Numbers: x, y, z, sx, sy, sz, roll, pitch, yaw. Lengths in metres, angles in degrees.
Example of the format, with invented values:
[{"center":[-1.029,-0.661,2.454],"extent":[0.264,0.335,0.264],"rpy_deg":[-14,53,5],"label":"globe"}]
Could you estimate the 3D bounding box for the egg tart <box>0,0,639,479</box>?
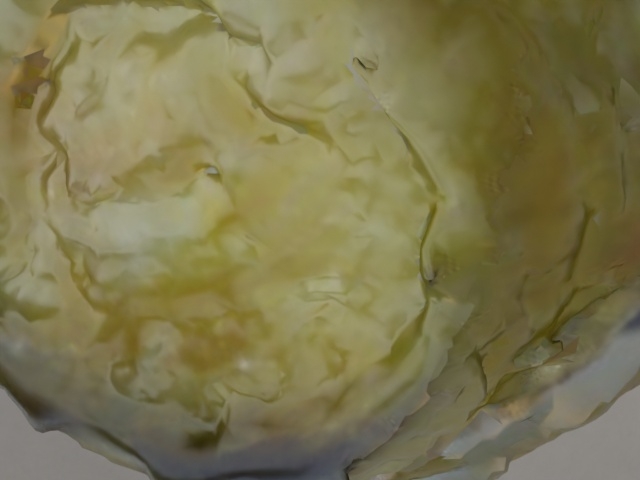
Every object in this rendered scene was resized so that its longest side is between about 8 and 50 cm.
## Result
[{"center":[-0.027,-0.027,0.400],"extent":[0.345,0.132,0.345],"rpy_deg":[7,113,18],"label":"egg tart"}]
